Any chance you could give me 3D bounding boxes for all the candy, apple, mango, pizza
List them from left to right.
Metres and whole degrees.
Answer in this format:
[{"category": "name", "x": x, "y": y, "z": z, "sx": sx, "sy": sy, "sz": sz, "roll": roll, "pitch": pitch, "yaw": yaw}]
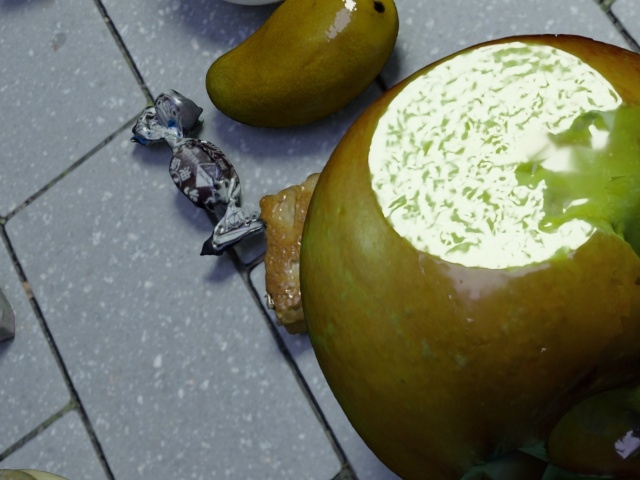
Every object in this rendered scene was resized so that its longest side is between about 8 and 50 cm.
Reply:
[{"category": "candy", "x": -0.128, "y": -0.069, "z": 1.754, "sx": 0.094, "sy": 0.051, "sz": 0.226, "roll": -49, "pitch": 53, "yaw": 14}, {"category": "mango", "x": -0.019, "y": -0.185, "z": 1.715, "sx": 0.227, "sy": 0.099, "sz": 0.136, "roll": -25, "pitch": 64, "yaw": 27}, {"category": "pizza", "x": 0.000, "y": 0.000, "z": 1.651, "sx": 0.161, "sy": 0.062, "sz": 0.182, "roll": 35, "pitch": 93, "yaw": 28}, {"category": "apple", "x": 0.170, "y": 0.032, "z": 1.357, "sx": 0.384, "sy": 0.374, "sz": 0.374, "roll": -36, "pitch": 55, "yaw": 30}]

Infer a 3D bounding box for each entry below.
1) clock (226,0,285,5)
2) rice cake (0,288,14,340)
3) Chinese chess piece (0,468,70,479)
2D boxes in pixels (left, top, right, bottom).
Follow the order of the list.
[{"category": "clock", "x": -0.061, "y": -0.361, "z": 1.758, "sx": 0.230, "sy": 0.083, "sz": 0.230, "roll": 5, "pitch": 103, "yaw": 21}, {"category": "rice cake", "x": -0.443, "y": -0.033, "z": 1.893, "sx": 0.064, "sy": 0.070, "sz": 0.399, "roll": -41, "pitch": 56, "yaw": 8}, {"category": "Chinese chess piece", "x": -0.300, "y": 0.347, "z": 1.593, "sx": 0.270, "sy": 0.112, "sz": 0.270, "roll": -25, "pitch": 46, "yaw": 29}]
